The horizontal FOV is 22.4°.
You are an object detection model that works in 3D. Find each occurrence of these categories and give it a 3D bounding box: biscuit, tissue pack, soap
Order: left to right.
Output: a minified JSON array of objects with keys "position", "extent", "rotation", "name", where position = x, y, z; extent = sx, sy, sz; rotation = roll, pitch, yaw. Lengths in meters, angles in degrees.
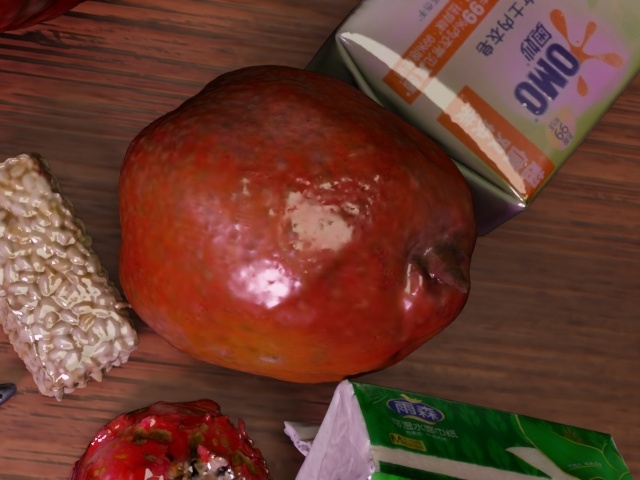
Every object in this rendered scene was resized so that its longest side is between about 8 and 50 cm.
[{"position":[-0.189,0.023,1.099],"extent":[0.082,0.070,0.168],"rotation":[-29,84,-21],"name":"biscuit"},{"position":[0.082,0.178,1.075],"extent":[0.209,0.156,0.148],"rotation":[14,118,-21],"name":"tissue pack"},{"position":[0.118,-0.135,1.151],"extent":[0.182,0.138,0.199],"rotation":[41,74,-3],"name":"soap"}]

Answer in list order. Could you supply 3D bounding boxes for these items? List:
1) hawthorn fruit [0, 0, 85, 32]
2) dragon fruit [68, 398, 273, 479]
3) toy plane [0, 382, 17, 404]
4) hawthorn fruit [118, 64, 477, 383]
[{"position":[-0.273,-0.315,1.006],"extent":[0.403,0.403,0.402],"rotation":[2,79,-10],"name":"hawthorn fruit"},{"position":[-0.099,0.176,1.069],"extent":[0.153,0.111,0.153],"rotation":[2,77,-8],"name":"dragon fruit"},{"position":[-0.244,0.116,1.091],"extent":[0.083,0.031,0.078],"rotation":[-22,100,-11],"name":"toy plane"},{"position":[0.000,0.000,1.041],"extent":[0.262,0.210,0.210],"rotation":[21,73,33],"name":"hawthorn fruit"}]
